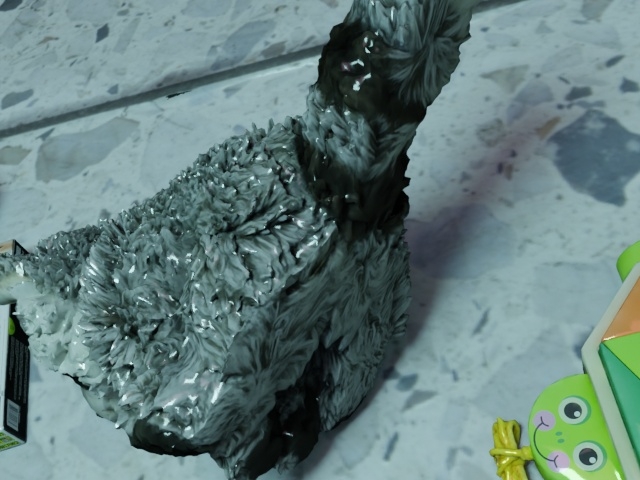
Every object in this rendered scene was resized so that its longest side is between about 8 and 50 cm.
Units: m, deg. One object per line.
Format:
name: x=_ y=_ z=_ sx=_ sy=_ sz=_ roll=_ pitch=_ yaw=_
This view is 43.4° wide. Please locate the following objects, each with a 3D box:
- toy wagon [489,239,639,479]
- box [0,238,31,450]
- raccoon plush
toy wagon: x=0.280 y=0.107 z=0.518 sx=0.344 sy=0.068 sz=0.267 roll=-15 pitch=53 yaw=9
box: x=-0.332 y=0.104 z=0.755 sx=0.114 sy=0.036 sz=0.207 roll=-18 pitch=53 yaw=7
raccoon plush: x=-0.074 y=-0.041 z=0.616 sx=0.299 sy=0.216 sz=0.446 roll=30 pitch=94 yaw=33
